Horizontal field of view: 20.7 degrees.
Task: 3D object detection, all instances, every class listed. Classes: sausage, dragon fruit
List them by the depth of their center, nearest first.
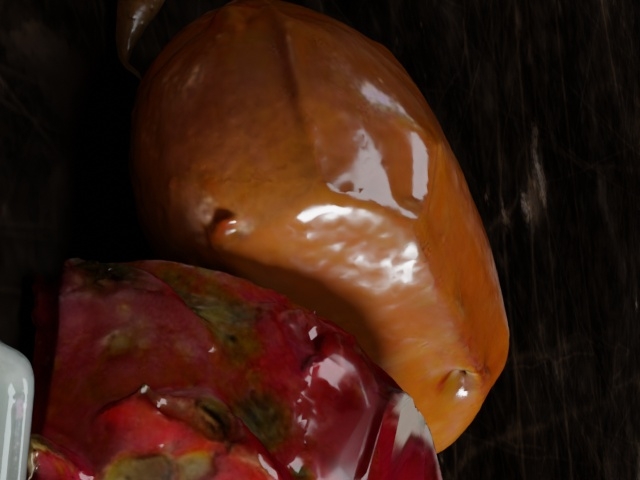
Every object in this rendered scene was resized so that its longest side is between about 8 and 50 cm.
[{"bbox_3d":[-0.036,0.124,0.769,0.163,0.189,0.262,-120,-174,-60],"label":"dragon fruit"},{"bbox_3d":[0.000,0.001,0.851,0.141,0.153,0.268,-110,176,-45],"label":"sausage"}]

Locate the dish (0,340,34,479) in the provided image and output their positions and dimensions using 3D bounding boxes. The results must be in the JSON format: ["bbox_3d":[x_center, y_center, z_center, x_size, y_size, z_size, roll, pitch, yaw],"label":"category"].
[{"bbox_3d":[-0.148,0.113,0.572,0.154,0.064,0.234,38,51,-62],"label":"dish"}]

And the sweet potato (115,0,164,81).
[{"bbox_3d":[-0.073,-0.168,0.857,0.056,0.056,0.195,45,50,-58],"label":"sweet potato"}]
